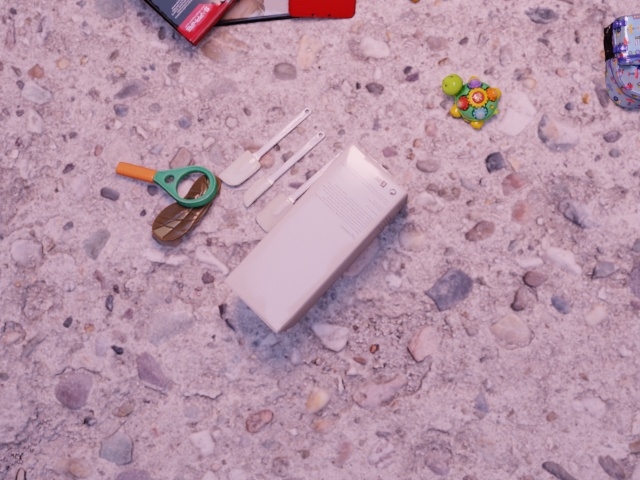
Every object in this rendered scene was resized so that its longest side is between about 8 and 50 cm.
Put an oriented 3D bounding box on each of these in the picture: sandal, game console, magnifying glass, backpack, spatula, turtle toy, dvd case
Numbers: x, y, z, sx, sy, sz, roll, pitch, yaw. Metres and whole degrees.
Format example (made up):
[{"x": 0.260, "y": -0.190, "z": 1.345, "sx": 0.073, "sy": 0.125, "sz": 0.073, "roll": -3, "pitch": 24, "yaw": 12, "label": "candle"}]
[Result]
[{"x": -0.275, "y": -0.064, "z": 1.729, "sx": 0.072, "sy": 0.049, "sz": 0.180, "roll": 39, "pitch": 76, "yaw": 13, "label": "sandal"}, {"x": 0.001, "y": -0.542, "z": 1.726, "sx": 0.143, "sy": 0.085, "sz": 0.124, "roll": -1, "pitch": 56, "yaw": -10, "label": "game console"}, {"x": -0.324, "y": -0.129, "z": 1.724, "sx": 0.230, "sy": 0.026, "sz": 0.092, "roll": 14, "pitch": 65, "yaw": 18, "label": "magnifying glass"}, {"x": 0.643, "y": -0.353, "z": 1.622, "sx": 0.158, "sy": 0.117, "sz": 0.173, "roll": 0, "pitch": 90, "yaw": 6, "label": "backpack"}, {"x": -0.071, "y": -0.152, "z": 1.729, "sx": 0.242, "sy": 0.019, "sz": 0.168, "roll": -40, "pitch": 83, "yaw": -1, "label": "spatula"}, {"x": 0.305, "y": -0.293, "z": 1.674, "sx": 0.130, "sy": 0.066, "sz": 0.095, "roll": 31, "pitch": 90, "yaw": 6, "label": "turtle toy"}, {"x": -0.147, "y": -0.555, "z": 1.751, "sx": 0.252, "sy": 0.022, "sz": 0.181, "roll": -5, "pitch": 87, "yaw": 5, "label": "dvd case"}]

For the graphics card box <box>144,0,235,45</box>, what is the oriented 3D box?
[{"x": -0.320, "y": -0.610, "z": 1.680, "sx": 0.371, "sy": 0.094, "sz": 0.233, "roll": 42, "pitch": 93, "yaw": -8, "label": "graphics card box"}]

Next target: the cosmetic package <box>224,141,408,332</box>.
[{"x": 0.000, "y": 0.000, "z": 1.625, "sx": 0.155, "sy": 0.197, "sz": 0.365, "roll": 44, "pitch": 90, "yaw": 6, "label": "cosmetic package"}]

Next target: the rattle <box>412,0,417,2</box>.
[{"x": 0.133, "y": -0.606, "z": 1.724, "sx": 0.199, "sy": 0.143, "sz": 0.130, "roll": 18, "pitch": 56, "yaw": 21, "label": "rattle"}]
